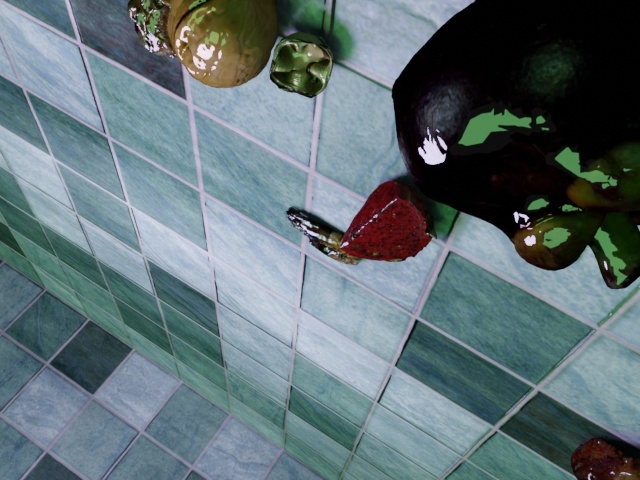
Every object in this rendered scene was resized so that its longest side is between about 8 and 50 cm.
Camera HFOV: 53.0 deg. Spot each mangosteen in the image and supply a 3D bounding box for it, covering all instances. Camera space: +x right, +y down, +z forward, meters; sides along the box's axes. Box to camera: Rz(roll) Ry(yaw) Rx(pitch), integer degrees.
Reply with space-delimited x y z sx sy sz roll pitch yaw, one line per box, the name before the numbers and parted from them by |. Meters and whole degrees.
mangosteen | 0.214 -0.100 0.595 0.288 0.233 0.287 23 141 20

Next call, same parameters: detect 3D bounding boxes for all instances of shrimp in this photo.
shrimp | 0.000 0.000 1.158 0.161 0.034 0.091 33 151 6

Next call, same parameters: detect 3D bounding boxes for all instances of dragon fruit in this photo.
dragon fruit | 0.113 -0.029 0.958 0.106 0.083 0.162 26 136 -17

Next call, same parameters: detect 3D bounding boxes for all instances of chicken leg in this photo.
chicken leg | 0.519 0.438 1.049 0.177 0.083 0.322 60 173 -7
chicken leg | -0.216 -0.345 0.873 0.125 0.080 0.196 10 135 23

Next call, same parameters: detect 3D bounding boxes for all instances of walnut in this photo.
walnut | -0.121 -0.273 0.800 0.144 0.144 0.180 41 157 -6

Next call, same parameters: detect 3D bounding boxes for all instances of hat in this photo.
hat | -0.021 -0.230 0.825 0.077 0.059 0.076 17 130 -3
